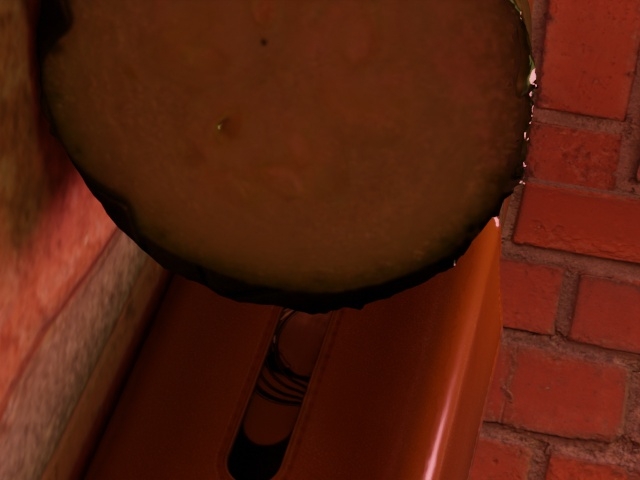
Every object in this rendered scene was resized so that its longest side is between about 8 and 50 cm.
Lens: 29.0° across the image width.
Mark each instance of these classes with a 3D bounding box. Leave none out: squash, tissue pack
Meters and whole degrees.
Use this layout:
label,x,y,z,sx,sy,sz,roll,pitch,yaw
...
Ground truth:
label,x,y,z,sx,sy,sz,roll,pitch,yaw
squash,-0.002,-0.085,0.543,0.133,0.220,0.220,-57,155,-52
tissue pack,-0.007,0.104,0.729,0.145,0.194,0.274,85,19,-51
